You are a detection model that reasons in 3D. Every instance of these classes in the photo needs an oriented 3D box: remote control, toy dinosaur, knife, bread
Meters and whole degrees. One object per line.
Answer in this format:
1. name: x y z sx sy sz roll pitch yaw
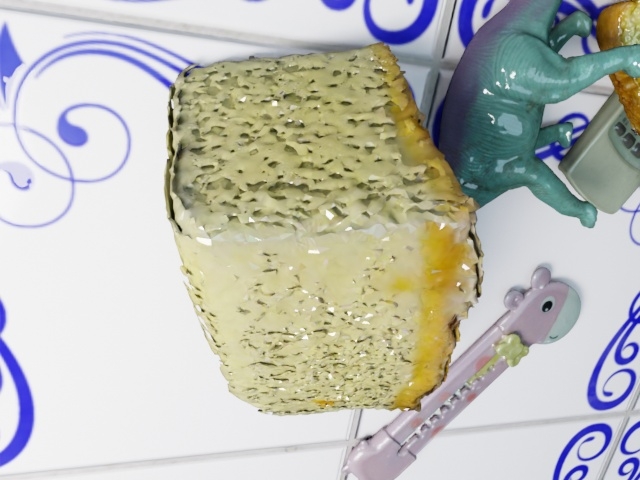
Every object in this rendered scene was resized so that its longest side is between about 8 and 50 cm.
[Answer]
1. remote control: 0.409 -0.165 0.716 0.123 0.038 0.285 32 100 -30
2. toy dinosaur: 0.135 -0.134 0.607 0.330 0.129 0.384 -5 114 -8
3. knife: 0.194 0.199 0.806 0.398 0.038 0.132 -43 118 4
4. bread: 0.372 -0.186 0.644 0.103 0.065 0.187 -37 107 5
5. bread: 0.000 0.000 0.578 0.248 0.279 0.315 -7 148 -6
